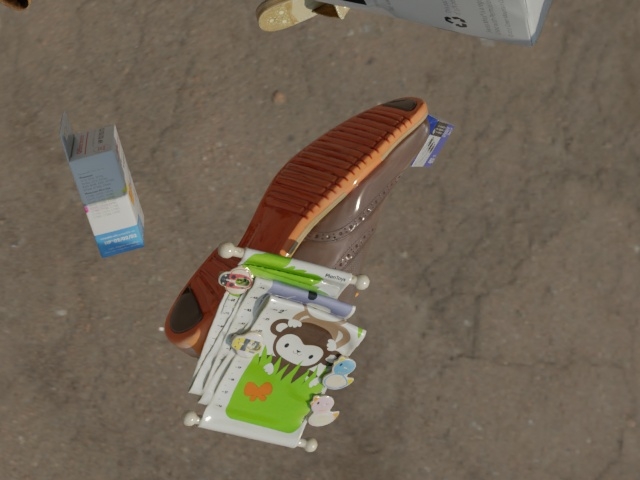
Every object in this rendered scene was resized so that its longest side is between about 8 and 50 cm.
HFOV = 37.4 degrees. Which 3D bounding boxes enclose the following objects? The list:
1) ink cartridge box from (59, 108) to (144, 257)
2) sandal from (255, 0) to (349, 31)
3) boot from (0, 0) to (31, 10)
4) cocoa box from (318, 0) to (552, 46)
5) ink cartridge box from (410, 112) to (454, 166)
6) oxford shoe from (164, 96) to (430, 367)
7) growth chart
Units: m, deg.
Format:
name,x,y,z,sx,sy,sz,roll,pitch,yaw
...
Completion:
name,x,y,z,sx,sy,sz,roll,pitch,yaw
ink cartridge box,-0.286,-0.083,1.252,0.062,0.104,0.181,-15,118,-4
sandal,0.012,-0.390,1.565,0.088,0.240,0.079,52,17,-60
boot,-0.391,-0.389,1.280,0.283,0.109,0.220,47,20,-51
cocoa box,0.049,-0.310,0.593,0.227,0.232,0.347,-70,160,-5
ink cartridge box,0.198,-0.191,1.792,0.097,0.046,0.207,-60,169,12
oxford shoe,0.000,0.000,1.005,0.363,0.130,0.133,-47,117,-6
growth chart,-0.041,0.111,0.926,0.172,0.021,0.237,9,119,-16
